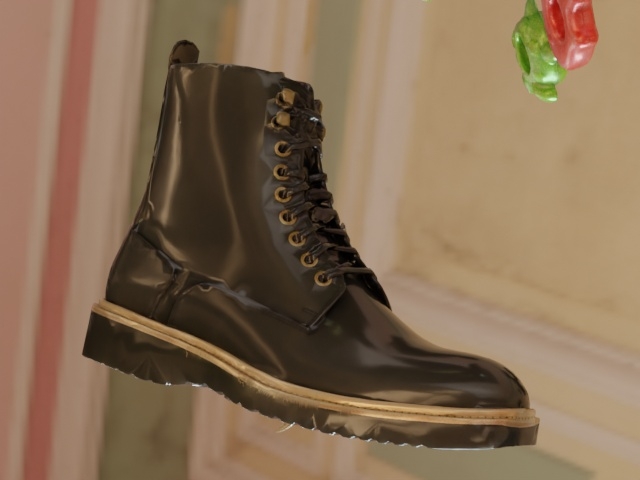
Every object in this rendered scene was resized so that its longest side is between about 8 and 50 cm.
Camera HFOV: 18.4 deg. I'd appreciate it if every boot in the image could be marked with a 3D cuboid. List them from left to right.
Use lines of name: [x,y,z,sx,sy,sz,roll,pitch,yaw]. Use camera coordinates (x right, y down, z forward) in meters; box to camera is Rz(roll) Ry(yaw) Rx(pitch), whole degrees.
boot: [0.000,0.000,0.761,0.198,0.077,0.137,13,-90,29]

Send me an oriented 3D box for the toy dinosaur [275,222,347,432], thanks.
toy dinosaur: [0.005,0.046,1.205,0.092,0.053,0.183,-118,-151,-70]

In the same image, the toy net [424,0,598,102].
toy net: [0.064,-0.130,0.686,0.232,0.045,0.122,100,-27,-73]
